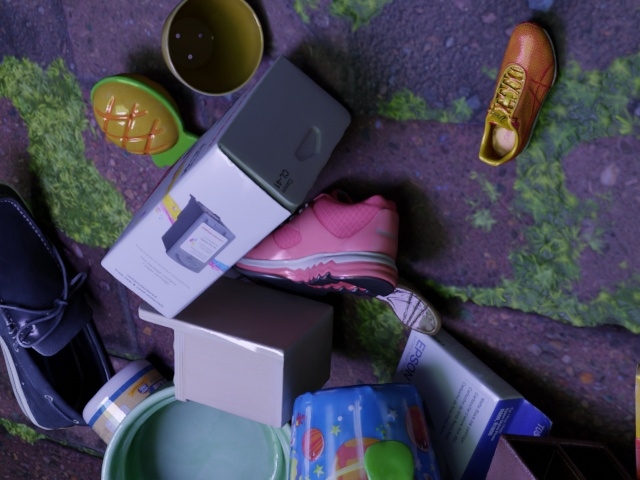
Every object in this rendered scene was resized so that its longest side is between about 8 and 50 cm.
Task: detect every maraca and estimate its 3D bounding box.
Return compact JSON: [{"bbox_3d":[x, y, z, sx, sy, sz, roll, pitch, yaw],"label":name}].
[{"bbox_3d":[-0.245,-0.165,1.555,0.127,0.099,0.186,-17,130,43],"label":"maraca"}]

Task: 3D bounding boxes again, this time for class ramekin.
[{"bbox_3d":[-0.174,0.346,1.669,0.303,0.148,0.303,0,96,-4],"label":"ramekin"}]

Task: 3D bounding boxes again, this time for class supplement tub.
[{"bbox_3d":[-0.279,0.311,1.816,0.200,0.144,0.144,45,132,6],"label":"supplement tub"}]

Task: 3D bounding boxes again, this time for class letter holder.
[{"bbox_3d":[0.282,0.424,1.333,0.152,0.214,0.301,8,111,-18],"label":"letter holder"}]

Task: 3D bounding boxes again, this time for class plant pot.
[{"bbox_3d":[-0.154,-0.258,1.424,0.095,0.134,0.134,19,130,60],"label":"plant pot"}]

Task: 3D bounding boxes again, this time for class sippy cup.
[{"bbox_3d":[0.055,0.302,1.421,0.305,0.240,0.224,-16,74,43],"label":"sippy cup"}]

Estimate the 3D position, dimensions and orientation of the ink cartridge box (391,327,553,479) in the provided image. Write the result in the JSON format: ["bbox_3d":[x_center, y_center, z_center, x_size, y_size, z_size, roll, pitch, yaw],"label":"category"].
[{"bbox_3d":[0.179,0.258,1.468,0.224,0.045,0.223,39,127,32],"label":"ink cartridge box"}]

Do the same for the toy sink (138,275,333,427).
[{"bbox_3d":[-0.120,0.150,1.528,0.234,0.153,0.131,14,116,22],"label":"toy sink"}]

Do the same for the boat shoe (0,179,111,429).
[{"bbox_3d":[-0.467,0.117,1.820,0.156,0.187,0.500,8,126,31],"label":"boat shoe"}]

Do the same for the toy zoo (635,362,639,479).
[{"bbox_3d":[0.470,0.242,1.283,0.192,0.030,0.293,1,117,20],"label":"toy zoo"}]

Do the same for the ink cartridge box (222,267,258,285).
[{"bbox_3d":[-0.147,0.097,1.656,0.135,0.056,0.099,31,129,18],"label":"ink cartridge box"}]

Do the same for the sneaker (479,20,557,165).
[{"bbox_3d":[0.223,-0.161,1.235,0.064,0.067,0.175,23,125,26],"label":"sneaker"}]

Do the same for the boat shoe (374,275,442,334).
[{"bbox_3d":[0.112,0.075,1.464,0.135,0.045,0.050,39,116,18],"label":"boat shoe"}]

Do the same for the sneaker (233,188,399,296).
[{"bbox_3d":[0.001,0.000,1.481,0.314,0.116,0.136,0,73,50],"label":"sneaker"}]

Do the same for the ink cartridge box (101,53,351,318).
[{"bbox_3d":[-0.124,-0.066,1.420,0.131,0.226,0.306,39,133,-11],"label":"ink cartridge box"}]
